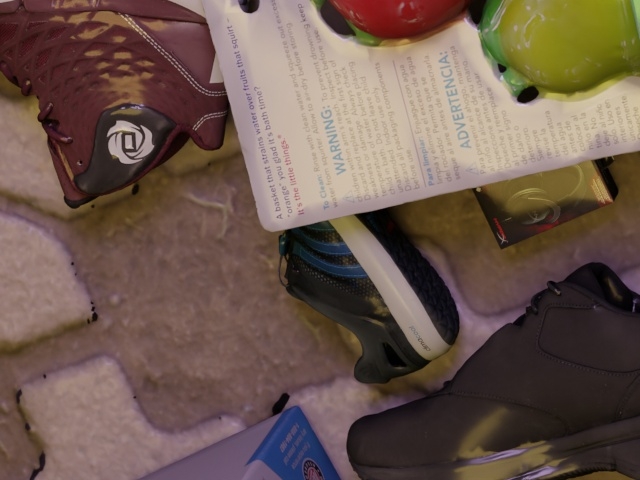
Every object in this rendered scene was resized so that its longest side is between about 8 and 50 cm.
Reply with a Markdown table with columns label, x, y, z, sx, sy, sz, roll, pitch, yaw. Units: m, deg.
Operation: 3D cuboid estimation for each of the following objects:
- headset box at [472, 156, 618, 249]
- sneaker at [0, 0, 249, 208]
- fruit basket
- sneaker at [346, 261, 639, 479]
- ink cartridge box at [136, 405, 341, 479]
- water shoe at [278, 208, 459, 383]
| label | x | y | z | sx | sy | sz | roll | pitch | yaw |
| --- | --- | --- | --- | --- | --- | --- | --- | --- | --- |
| headset box | 0.134 | -0.040 | 1.038 | 0.083 | 0.032 | 0.062 | -23 | 98 | 20 |
| sneaker | -0.185 | -0.101 | 1.067 | 0.281 | 0.106 | 0.162 | 7 | 109 | 12 |
| fruit basket | 0.094 | -0.195 | 0.947 | 0.353 | 0.165 | 0.327 | -12 | 99 | 22 |
| sneaker | 0.140 | 0.084 | 1.029 | 0.286 | 0.109 | 0.130 | -13 | 86 | 30 |
| ink cartridge box | -0.052 | 0.286 | 1.086 | 0.197 | 0.198 | 0.270 | -27 | 98 | 19 |
| water shoe | 0.000 | 0.000 | 1.062 | 0.080 | 0.073 | 0.203 | -34 | 94 | 22 |
